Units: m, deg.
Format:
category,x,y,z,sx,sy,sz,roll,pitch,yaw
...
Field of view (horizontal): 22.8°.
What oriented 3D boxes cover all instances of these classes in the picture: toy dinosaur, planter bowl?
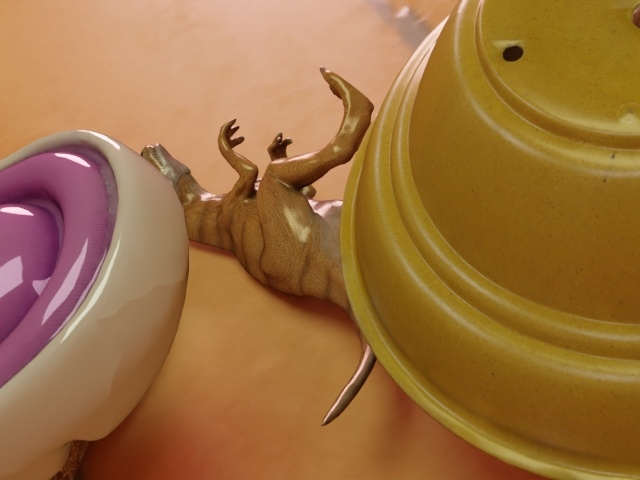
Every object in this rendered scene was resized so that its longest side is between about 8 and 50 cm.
category,x,y,z,sx,sy,sz,roll,pitch,yaw
toy dinosaur,0.000,0.000,0.623,0.112,0.064,0.211,-51,36,-5
planter bowl,0.102,-0.041,0.477,0.217,0.090,0.217,-8,51,10

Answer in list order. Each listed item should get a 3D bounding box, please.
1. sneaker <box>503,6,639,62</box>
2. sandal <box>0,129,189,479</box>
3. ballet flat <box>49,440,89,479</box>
category,x,y,z,sx,sy,sz,roll,pitch,yaw
sneaker,0.130,-0.062,0.598,0.115,0.090,0.232,24,59,39
sandal,-0.234,0.072,0.539,0.416,0.102,0.169,-33,38,11
ballet flat,-0.111,0.046,0.602,0.073,0.067,0.206,-6,43,19
